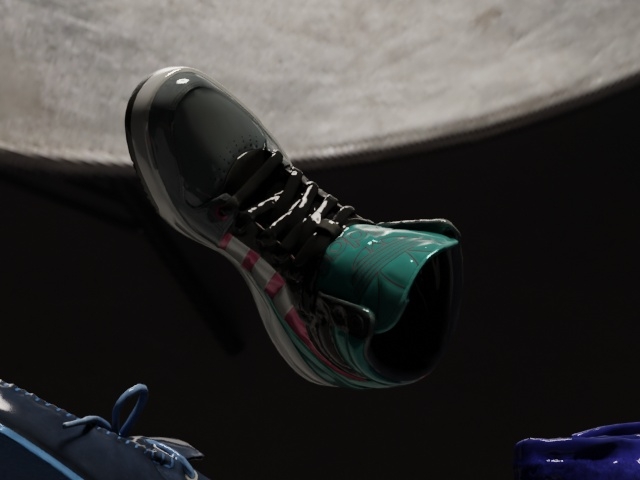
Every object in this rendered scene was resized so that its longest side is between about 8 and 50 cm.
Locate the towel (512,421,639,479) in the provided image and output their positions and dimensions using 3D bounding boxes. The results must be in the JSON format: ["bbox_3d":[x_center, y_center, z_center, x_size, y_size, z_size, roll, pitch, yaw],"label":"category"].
[{"bbox_3d":[0.226,0.268,0.930,0.227,0.076,0.308,0,81,-20],"label":"towel"}]

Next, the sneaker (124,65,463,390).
[{"bbox_3d":[0.000,0.000,1.025,0.124,0.178,0.295,-53,123,-26],"label":"sneaker"}]

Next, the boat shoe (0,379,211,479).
[{"bbox_3d":[-0.102,0.148,0.805,0.258,0.109,0.089,44,40,-28],"label":"boat shoe"}]
